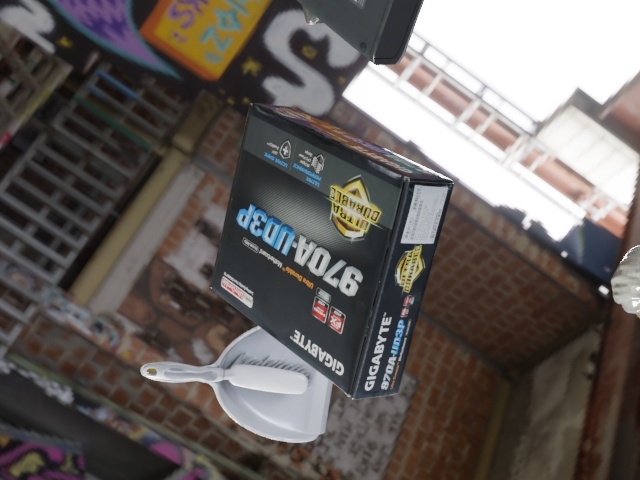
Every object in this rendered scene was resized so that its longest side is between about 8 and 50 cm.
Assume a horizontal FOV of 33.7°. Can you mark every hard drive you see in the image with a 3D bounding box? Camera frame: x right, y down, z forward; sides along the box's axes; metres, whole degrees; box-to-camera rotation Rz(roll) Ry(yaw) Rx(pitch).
[{"bbox_3d":[0.006,-0.160,0.515,0.022,0.135,0.094,-11,133,-38],"label":"hard drive"}]

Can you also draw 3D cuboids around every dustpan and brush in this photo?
[{"bbox_3d":[-0.087,0.146,1.150,0.060,0.211,0.147,-110,-152,-79],"label":"dustpan and brush"}]

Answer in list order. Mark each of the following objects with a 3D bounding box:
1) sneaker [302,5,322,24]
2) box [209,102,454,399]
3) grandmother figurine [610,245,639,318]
[{"bbox_3d":[0.039,-0.274,1.019,0.077,0.072,0.178,7,-131,30],"label":"sneaker"},{"bbox_3d":[0.000,0.000,0.854,0.220,0.051,0.175,32,-66,48],"label":"box"},{"bbox_3d":[0.432,0.157,1.173,0.104,0.342,0.208,-29,-179,36],"label":"grandmother figurine"}]
